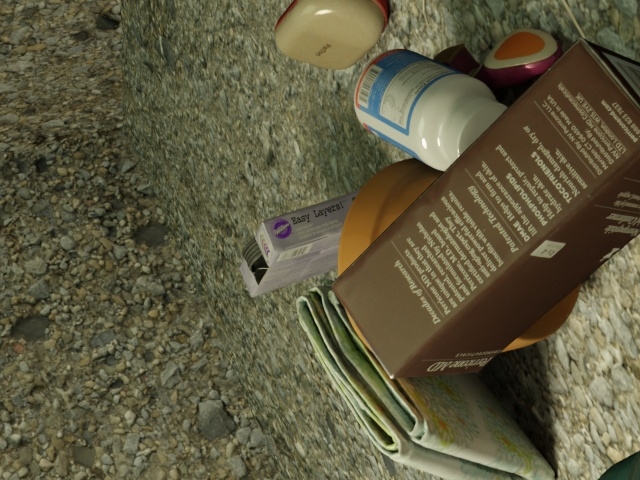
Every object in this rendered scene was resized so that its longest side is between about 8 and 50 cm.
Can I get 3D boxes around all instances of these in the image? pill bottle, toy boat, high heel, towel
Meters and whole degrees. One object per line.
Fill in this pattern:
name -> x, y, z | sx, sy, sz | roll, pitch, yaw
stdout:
pill bottle -> 0.148, -0.159, 1.505 | 0.221, 0.124, 0.124 | 38, 140, 51
toy boat -> 0.023, -0.376, 1.897 | 0.231, 0.151, 0.151 | 153, 130, -70
high heel -> 0.242, -0.199, 1.521 | 0.117, 0.082, 0.244 | 51, 155, -22
towel -> 0.148, 0.221, 1.720 | 0.090, 0.374, 0.320 | -48, 49, 15

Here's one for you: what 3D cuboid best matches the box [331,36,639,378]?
box -> 0.213, -0.020, 1.246 | 0.381, 0.191, 0.143 | -45, 63, 27

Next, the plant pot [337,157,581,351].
plant pot -> 0.196, 0.030, 1.529 | 0.203, 0.291, 0.290 | -3, 103, 54

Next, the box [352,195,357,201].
box -> 0.156, -0.017, 1.704 | 0.077, 0.180, 0.147 | 174, 81, -70

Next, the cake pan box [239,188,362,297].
cake pan box -> 0.000, 0.000, 2.020 | 0.070, 0.267, 0.245 | 66, 162, 15

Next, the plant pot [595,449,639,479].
plant pot -> 0.308, 0.391, 1.214 | 0.334, 0.341, 0.341 | -35, 71, 45
